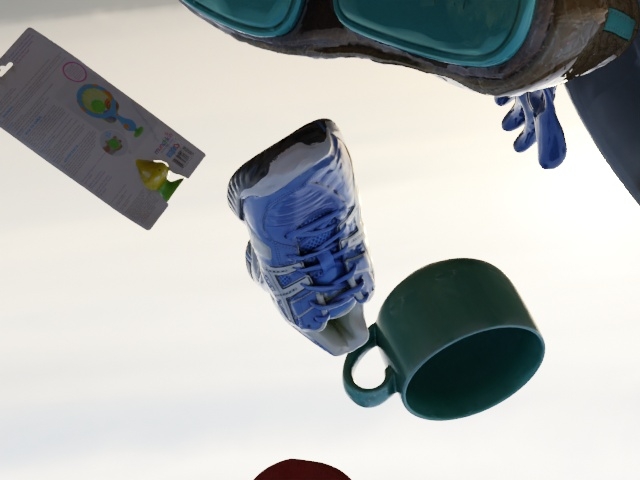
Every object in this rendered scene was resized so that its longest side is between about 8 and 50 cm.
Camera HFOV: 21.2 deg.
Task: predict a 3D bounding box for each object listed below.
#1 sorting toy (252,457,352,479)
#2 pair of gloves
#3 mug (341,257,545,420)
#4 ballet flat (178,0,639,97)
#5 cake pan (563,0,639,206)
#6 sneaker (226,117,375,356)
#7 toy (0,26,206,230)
[{"bbox_3d":[-0.037,0.395,1.600,0.127,0.365,0.126,8,155,3],"label":"sorting toy"},{"bbox_3d":[0.121,-0.144,1.087,0.023,0.198,0.159,-18,168,-9],"label":"pair of gloves"},{"bbox_3d":[0.101,0.075,1.440,0.157,0.097,0.129,4,135,-33],"label":"mug"},{"bbox_3d":[0.033,-0.148,0.925,0.124,0.116,0.342,4,-168,-44],"label":"ballet flat"},{"bbox_3d":[0.249,-0.061,0.994,0.054,0.293,0.293,-39,-165,-12],"label":"cake pan"},{"bbox_3d":[0.000,0.000,0.992,0.080,0.081,0.211,-32,158,-7],"label":"sneaker"},{"bbox_3d":[-0.255,-0.109,1.834,0.137,0.237,0.056,-57,-179,-41],"label":"toy"}]
